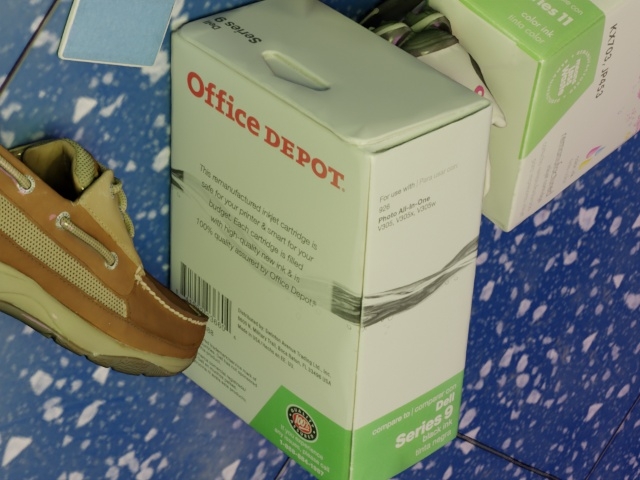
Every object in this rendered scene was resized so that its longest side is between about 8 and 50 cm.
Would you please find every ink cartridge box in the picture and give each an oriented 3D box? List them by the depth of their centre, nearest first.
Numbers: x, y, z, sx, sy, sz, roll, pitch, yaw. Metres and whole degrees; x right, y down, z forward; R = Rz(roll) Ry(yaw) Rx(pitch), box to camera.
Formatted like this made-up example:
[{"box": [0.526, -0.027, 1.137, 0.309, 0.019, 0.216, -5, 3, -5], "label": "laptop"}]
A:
[{"box": [0.000, 0.000, 1.286, 0.121, 0.211, 0.289, -24, 133, -34], "label": "ink cartridge box"}, {"box": [0.239, -0.189, 1.450, 0.353, 0.119, 0.207, -36, 152, -27], "label": "ink cartridge box"}]

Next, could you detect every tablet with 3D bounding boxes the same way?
[{"box": [-0.133, -0.141, 1.205, 0.083, 0.006, 0.054, 1, 116, -47], "label": "tablet"}]

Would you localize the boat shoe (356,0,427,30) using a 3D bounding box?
[{"box": [0.071, -0.177, 1.377, 0.125, 0.038, 0.046, -44, 158, -13], "label": "boat shoe"}]

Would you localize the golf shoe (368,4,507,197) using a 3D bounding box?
[{"box": [0.059, -0.044, 1.371, 0.105, 0.120, 0.273, -28, 152, -27], "label": "golf shoe"}]

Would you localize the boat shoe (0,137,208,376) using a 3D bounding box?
[{"box": [-0.173, -0.004, 1.173, 0.324, 0.122, 0.120, 31, 87, -53], "label": "boat shoe"}]
